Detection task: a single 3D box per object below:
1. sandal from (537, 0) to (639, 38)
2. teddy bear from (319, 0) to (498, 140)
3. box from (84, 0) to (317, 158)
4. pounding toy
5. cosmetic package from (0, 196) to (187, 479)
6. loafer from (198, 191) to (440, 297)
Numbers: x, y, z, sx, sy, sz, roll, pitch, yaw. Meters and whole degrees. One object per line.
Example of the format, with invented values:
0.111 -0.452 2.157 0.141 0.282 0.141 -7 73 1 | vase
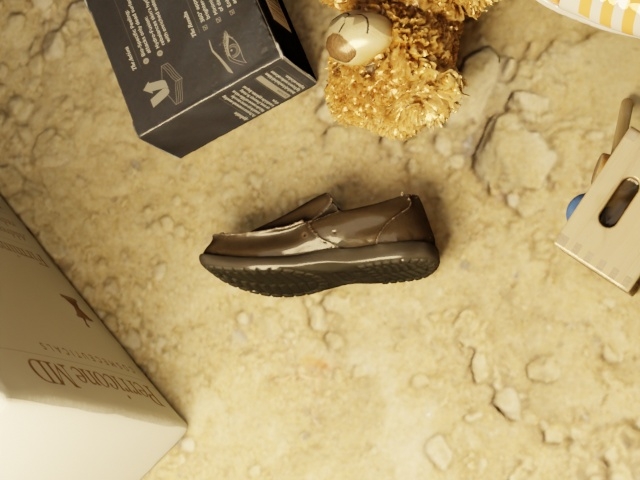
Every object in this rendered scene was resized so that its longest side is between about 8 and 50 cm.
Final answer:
0.289 -0.206 1.337 0.265 0.076 0.102 23 89 7 | sandal
0.079 -0.262 1.452 0.245 0.113 0.338 32 92 27 | teddy bear
-0.111 -0.185 1.524 0.158 0.093 0.156 -27 71 14 | box
0.249 -0.041 1.337 0.100 0.130 0.141 34 94 12 | pounding toy
-0.404 0.125 1.454 0.327 0.329 0.394 -45 68 8 | cosmetic package
0.000 0.000 1.458 0.220 0.080 0.078 -4 68 17 | loafer
